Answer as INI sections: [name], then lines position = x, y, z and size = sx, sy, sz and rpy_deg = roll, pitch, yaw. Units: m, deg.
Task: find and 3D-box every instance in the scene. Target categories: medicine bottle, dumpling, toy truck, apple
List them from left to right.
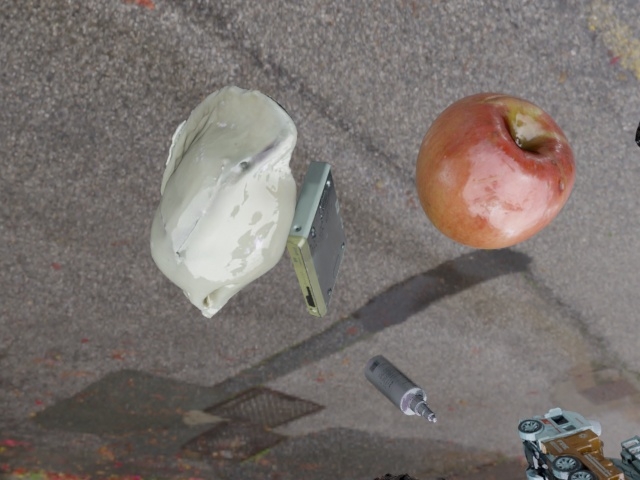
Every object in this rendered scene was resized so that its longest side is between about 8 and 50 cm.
[dumpling]
position = -0.181, -0.083, 1.133
size = 0.233, 0.315, 0.395
rpy_deg = -10, 139, -43
[medicine bottle]
position = 0.150, 0.273, 1.236
size = 0.057, 0.199, 0.058
rpy_deg = -9, 110, -25
[apple]
position = 0.387, -0.152, 1.586
size = 0.363, 0.364, 0.364
rpy_deg = -1, 145, -1
[toy truck]
position = 0.313, 0.261, 0.793
size = 0.115, 0.178, 0.080
rpy_deg = -18, 107, -8

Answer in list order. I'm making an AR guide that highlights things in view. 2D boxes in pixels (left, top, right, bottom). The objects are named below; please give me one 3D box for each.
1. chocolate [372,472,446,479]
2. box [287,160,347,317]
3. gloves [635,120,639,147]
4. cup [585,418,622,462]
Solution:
[chocolate]
position = 0.121, 0.362, 0.923
size = 0.156, 0.133, 0.156
rpy_deg = -13, 117, -27
[box]
position = 0.000, 0.000, 1.328
size = 0.045, 0.211, 0.270
rpy_deg = 8, 145, 16
[gloves]
position = 0.658, -0.211, 1.273
size = 0.164, 0.124, 0.203
rpy_deg = -27, 174, 11
[cup]
position = 0.500, 0.442, 1.151
size = 0.173, 0.300, 0.167
rpy_deg = 5, 142, -18
